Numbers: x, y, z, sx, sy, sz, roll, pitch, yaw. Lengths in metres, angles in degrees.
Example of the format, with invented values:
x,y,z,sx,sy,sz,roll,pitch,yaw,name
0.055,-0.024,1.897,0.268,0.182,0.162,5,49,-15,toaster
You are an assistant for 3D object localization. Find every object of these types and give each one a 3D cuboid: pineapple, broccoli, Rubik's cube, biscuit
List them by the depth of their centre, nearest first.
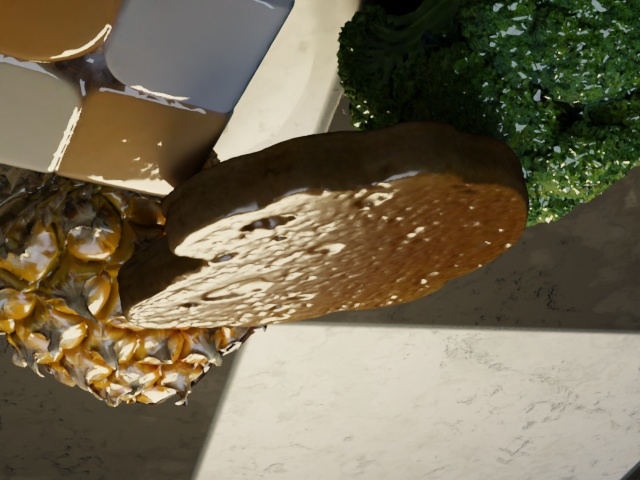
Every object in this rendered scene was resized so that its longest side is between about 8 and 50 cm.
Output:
x,y,z,sx,sy,sz,roll,pitch,yaw,name
-0.209,-0.286,0.748,0.347,0.346,0.344,13,137,-26,Rubik's cube
0.000,0.000,0.902,0.381,0.074,0.359,-12,157,3,biscuit
0.192,-0.166,1.049,0.321,0.310,0.413,-30,172,10,broccoli
-0.246,0.000,1.114,0.352,0.352,0.300,-27,133,19,pineapple
